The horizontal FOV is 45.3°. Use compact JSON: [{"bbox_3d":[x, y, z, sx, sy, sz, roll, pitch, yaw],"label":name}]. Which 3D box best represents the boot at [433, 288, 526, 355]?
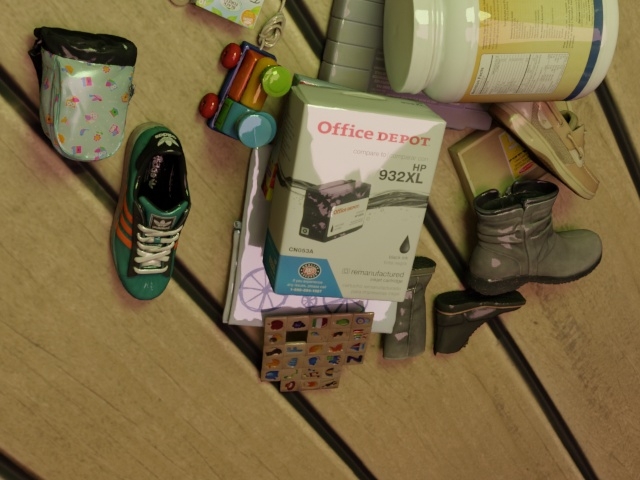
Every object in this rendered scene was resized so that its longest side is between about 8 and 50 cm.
[{"bbox_3d":[0.331,0.173,1.633,0.198,0.077,0.137,-2,117,-11],"label":"boot"}]

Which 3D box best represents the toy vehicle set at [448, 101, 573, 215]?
[{"bbox_3d":[0.394,-0.180,1.528,0.267,0.035,0.166,-33,121,-10],"label":"toy vehicle set"}]

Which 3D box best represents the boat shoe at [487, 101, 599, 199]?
[{"bbox_3d":[0.448,-0.186,1.436,0.110,0.121,0.341,-49,133,10],"label":"boat shoe"}]

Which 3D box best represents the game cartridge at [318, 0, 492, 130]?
[{"bbox_3d":[0.172,-0.320,1.352,0.355,0.068,0.230,4,113,-27],"label":"game cartridge"}]

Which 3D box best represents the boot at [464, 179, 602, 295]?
[{"bbox_3d":[0.454,-0.022,1.549,0.338,0.118,0.222,-15,128,-23],"label":"boot"}]

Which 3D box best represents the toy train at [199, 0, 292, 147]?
[{"bbox_3d":[-0.086,-0.267,1.198,0.105,0.143,0.248,20,101,-31],"label":"toy train"}]

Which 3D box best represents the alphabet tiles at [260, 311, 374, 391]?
[{"bbox_3d":[-0.011,0.214,1.446,0.198,0.009,0.237,-2,137,-10],"label":"alphabet tiles"}]

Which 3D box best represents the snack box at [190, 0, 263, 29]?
[{"bbox_3d":[-0.125,-0.408,1.168,0.100,0.037,0.141,17,103,-29],"label":"snack box"}]

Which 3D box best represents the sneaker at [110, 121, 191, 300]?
[{"bbox_3d":[-0.270,-0.030,1.223,0.108,0.121,0.302,-2,112,-25],"label":"sneaker"}]

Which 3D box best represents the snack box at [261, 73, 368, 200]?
[{"bbox_3d":[0.013,-0.153,1.277,0.175,0.070,0.207,13,111,-17],"label":"snack box"}]

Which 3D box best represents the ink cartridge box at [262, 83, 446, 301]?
[{"bbox_3d":[0.046,-0.071,1.208,0.223,0.129,0.307,5,112,-14],"label":"ink cartridge box"}]

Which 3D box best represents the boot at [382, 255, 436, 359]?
[{"bbox_3d":[0.144,0.140,1.531,0.190,0.076,0.208,-1,118,-23],"label":"boot"}]

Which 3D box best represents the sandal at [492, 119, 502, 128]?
[{"bbox_3d":[0.401,-0.306,1.444,0.090,0.060,0.219,41,84,-10],"label":"sandal"}]

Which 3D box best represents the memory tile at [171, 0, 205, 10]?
[{"bbox_3d":[-0.157,-0.407,1.184,0.148,0.012,0.113,6,108,-27],"label":"memory tile"}]

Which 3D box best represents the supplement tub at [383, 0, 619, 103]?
[{"bbox_3d":[0.272,-0.332,1.207,0.316,0.228,0.228,-2,112,-8],"label":"supplement tub"}]

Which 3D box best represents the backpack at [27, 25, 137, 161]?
[{"bbox_3d":[-0.346,-0.208,1.118,0.152,0.115,0.182,2,112,-29],"label":"backpack"}]

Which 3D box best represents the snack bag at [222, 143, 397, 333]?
[{"bbox_3d":[0.000,0.000,1.379,0.323,0.037,0.342,5,102,-15],"label":"snack bag"}]
